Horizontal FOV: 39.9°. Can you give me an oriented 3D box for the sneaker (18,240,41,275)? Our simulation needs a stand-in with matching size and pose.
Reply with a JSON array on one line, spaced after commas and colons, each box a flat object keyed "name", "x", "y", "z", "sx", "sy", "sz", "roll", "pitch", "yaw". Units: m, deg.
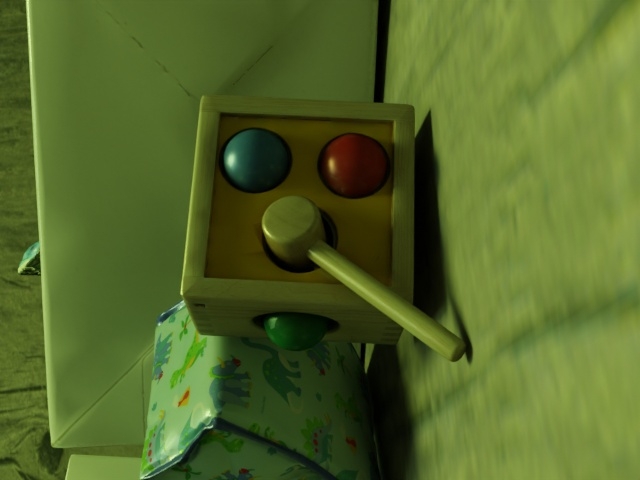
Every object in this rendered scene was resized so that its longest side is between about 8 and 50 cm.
[{"name": "sneaker", "x": -0.255, "y": -0.004, "z": 0.859, "sx": 0.162, "sy": 0.063, "sz": 0.073, "roll": -137, "pitch": 48, "yaw": -80}]

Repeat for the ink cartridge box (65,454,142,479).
[{"name": "ink cartridge box", "x": -0.078, "y": 0.218, "z": 0.629, "sx": 0.148, "sy": 0.203, "sz": 0.085, "roll": 104, "pitch": 170, "yaw": -57}]

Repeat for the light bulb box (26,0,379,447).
[{"name": "light bulb box", "x": -0.097, "y": -0.070, "z": 0.745, "sx": 0.361, "sy": 0.225, "sz": 0.357, "roll": -111, "pitch": 22, "yaw": -72}]

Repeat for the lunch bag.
[{"name": "lunch bag", "x": -0.025, "y": 0.104, "z": 0.533, "sx": 0.096, "sy": 0.151, "sz": 0.128, "roll": -43, "pitch": 33, "yaw": 32}]

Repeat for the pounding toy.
[{"name": "pounding toy", "x": 0.000, "y": 0.000, "z": 0.444, "sx": 0.100, "sy": 0.130, "sz": 0.141, "roll": 93, "pitch": 180, "yaw": -68}]
